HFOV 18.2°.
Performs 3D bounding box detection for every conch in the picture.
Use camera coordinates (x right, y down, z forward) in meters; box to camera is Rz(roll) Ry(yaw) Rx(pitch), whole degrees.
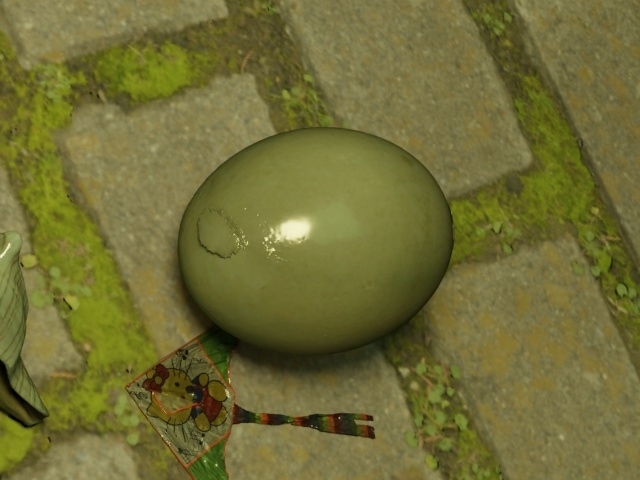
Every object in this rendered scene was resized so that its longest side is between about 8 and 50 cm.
[{"bbox_3d":[-0.265,0.029,1.461,0.234,0.137,0.114,33,70,-13],"label":"conch"}]

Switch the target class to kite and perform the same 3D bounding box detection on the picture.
[{"bbox_3d":[-0.053,0.147,1.647,0.244,0.006,0.198,14,62,-31],"label":"kite"}]

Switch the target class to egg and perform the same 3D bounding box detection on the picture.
[{"bbox_3d":[0.000,0.000,1.633,0.253,0.186,0.186,-7,74,-39],"label":"egg"}]
